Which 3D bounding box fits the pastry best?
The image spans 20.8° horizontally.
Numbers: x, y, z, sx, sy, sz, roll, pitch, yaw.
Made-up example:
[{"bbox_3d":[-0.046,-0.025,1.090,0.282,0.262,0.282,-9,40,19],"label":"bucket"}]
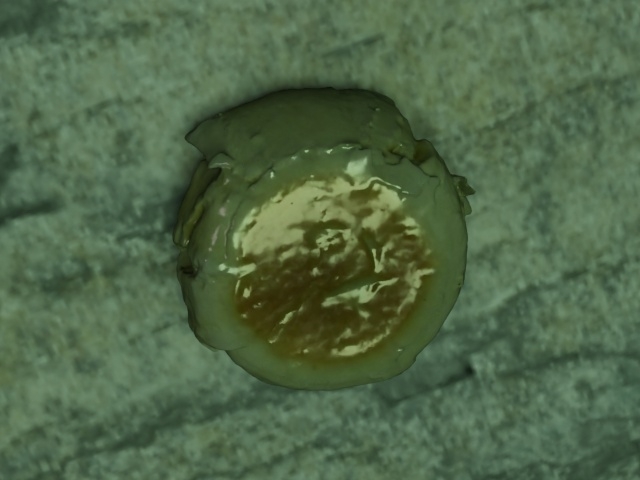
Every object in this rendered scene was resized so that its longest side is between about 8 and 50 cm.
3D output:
[{"bbox_3d":[0.000,0.000,0.925,0.165,0.088,0.166,-4,109,-12],"label":"pastry"}]
